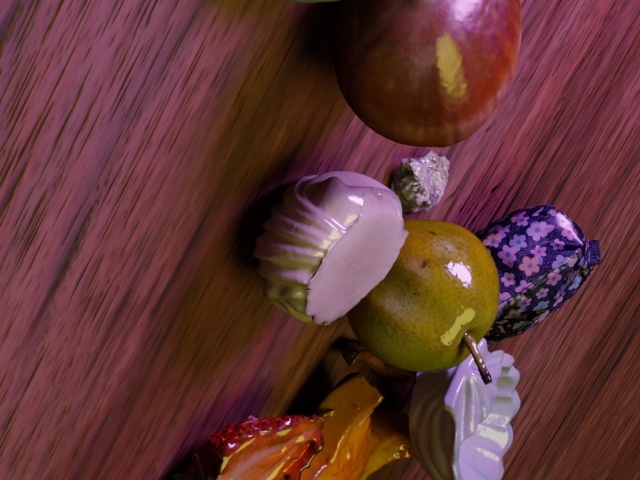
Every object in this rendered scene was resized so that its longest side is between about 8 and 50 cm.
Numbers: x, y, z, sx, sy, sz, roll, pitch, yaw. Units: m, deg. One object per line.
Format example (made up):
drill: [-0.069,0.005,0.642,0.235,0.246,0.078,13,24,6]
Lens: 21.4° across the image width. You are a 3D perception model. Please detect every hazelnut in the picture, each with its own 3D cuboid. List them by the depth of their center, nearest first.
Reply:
hazelnut: [0.102,-0.197,1.629,0.214,0.176,0.214,18,90,-75]

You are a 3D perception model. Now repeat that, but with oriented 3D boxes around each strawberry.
strawberry: [-0.093,0.256,1.926,0.140,0.085,0.192,31,91,-44]

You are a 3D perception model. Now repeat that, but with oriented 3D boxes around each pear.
pear: [0.131,0.075,1.919,0.180,0.216,0.166,-45,145,-3]

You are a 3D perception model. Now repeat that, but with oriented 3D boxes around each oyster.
oyster: [0.122,-0.067,1.932,0.100,0.037,0.098,-25,141,-39]

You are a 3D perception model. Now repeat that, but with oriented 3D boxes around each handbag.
handbag: [0.241,0.045,2.110,0.229,0.127,0.208,-33,164,6]

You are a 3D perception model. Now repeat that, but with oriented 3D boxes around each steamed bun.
steamed bun: [0.000,0.000,1.770,0.183,0.106,0.183,-35,149,-25]

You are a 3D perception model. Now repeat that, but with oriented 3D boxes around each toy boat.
toy boat: [0.177,0.224,2.128,0.290,0.100,0.199,74,35,-55]

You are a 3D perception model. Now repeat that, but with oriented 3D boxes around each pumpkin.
pumpkin: [0.019,0.296,2.094,0.258,0.095,0.290,-58,158,-9]

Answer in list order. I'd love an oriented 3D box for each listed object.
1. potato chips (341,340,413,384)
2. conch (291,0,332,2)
potato chips: [0.068,0.151,2.093,0.026,0.037,0.204,-45,156,6]
conch: [0.021,-0.298,1.498,0.185,0.121,0.221,19,113,-28]
